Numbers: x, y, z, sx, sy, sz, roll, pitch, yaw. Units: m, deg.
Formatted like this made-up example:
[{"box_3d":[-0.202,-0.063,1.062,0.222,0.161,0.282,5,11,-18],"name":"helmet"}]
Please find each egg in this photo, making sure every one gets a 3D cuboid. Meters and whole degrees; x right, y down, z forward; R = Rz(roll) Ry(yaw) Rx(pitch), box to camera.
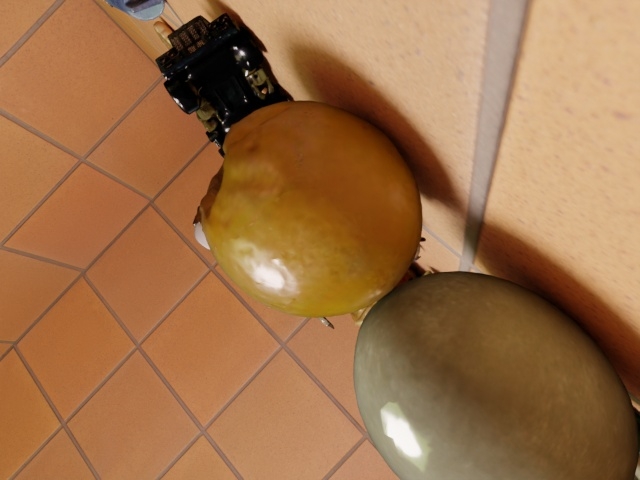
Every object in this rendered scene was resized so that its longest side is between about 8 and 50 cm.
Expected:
[{"box_3d":[0.188,0.179,0.531,0.352,0.258,0.258,43,179,-27],"name":"egg"}]

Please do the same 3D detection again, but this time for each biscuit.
[{"box_3d":[-0.268,-0.385,1.102,0.250,0.030,0.160,43,179,-3],"name":"biscuit"}]

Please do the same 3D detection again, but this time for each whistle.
[{"box_3d":[-0.363,-0.459,0.910,0.062,0.062,0.304,44,178,-43],"name":"whistle"}]

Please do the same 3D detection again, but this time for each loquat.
[{"box_3d":[-0.003,-0.031,0.517,0.244,0.244,0.244,43,179,1],"name":"loquat"}]

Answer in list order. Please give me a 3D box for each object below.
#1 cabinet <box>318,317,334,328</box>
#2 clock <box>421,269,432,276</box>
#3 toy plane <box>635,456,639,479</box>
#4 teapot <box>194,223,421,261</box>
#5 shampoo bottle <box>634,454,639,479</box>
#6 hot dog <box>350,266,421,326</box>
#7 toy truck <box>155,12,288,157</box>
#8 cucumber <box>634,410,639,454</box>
[{"box_3d":[-0.025,0.024,1.323,0.318,0.290,0.227,40,178,39],"name":"cabinet"},{"box_3d":[0.276,0.145,0.906,0.170,0.069,0.232,44,178,-13],"name":"clock"},{"box_3d":[0.466,0.331,0.680,0.286,0.092,0.108,36,-152,-1],"name":"toy plane"},{"box_3d":[0.000,0.000,0.768,0.424,0.252,0.280,4,-168,-44],"name":"teapot"},{"box_3d":[0.519,0.380,0.803,0.056,0.056,0.195,44,-173,-12],"name":"shampoo bottle"},{"box_3d":[0.224,0.194,1.174,0.365,0.196,0.367,26,-160,-50],"name":"hot dog"},{"box_3d":[-0.128,-0.209,0.677,0.127,0.127,0.257,58,-178,15],"name":"toy truck"},{"box_3d":[0.402,0.236,0.643,0.168,0.039,0.039,45,179,14],"name":"cucumber"}]
